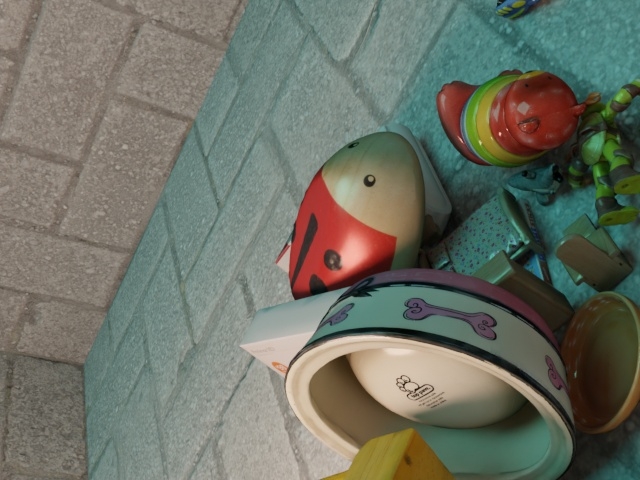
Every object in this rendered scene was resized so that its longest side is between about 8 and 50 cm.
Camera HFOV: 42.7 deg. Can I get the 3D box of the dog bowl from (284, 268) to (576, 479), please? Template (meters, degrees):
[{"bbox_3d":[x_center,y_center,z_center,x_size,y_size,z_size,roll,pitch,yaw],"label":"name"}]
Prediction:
[{"bbox_3d":[0.163,0.202,1.172,0.408,0.408,0.150,-38,23,48],"label":"dog bowl"}]

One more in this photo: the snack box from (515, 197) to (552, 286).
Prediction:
[{"bbox_3d":[0.343,0.016,1.384,0.064,0.022,0.178,-45,39,42],"label":"snack box"}]

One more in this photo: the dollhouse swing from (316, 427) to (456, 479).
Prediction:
[{"bbox_3d":[0.100,0.494,1.131,0.305,0.347,0.315,-35,6,30],"label":"dollhouse swing"}]

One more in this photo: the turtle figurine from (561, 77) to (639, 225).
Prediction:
[{"bbox_3d":[0.423,-0.145,1.200,0.270,0.087,0.217,116,158,-46],"label":"turtle figurine"}]

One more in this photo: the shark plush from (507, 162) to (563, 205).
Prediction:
[{"bbox_3d":[0.353,-0.095,1.326,0.161,0.067,0.073,-80,4,-83],"label":"shark plush"}]

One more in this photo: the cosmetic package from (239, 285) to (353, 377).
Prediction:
[{"bbox_3d":[0.064,0.214,1.480,0.377,0.284,0.097,-20,35,54],"label":"cosmetic package"}]

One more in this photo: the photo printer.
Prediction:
[{"bbox_3d":[0.148,-0.057,1.693,0.256,0.107,0.308,-58,31,32],"label":"photo printer"}]

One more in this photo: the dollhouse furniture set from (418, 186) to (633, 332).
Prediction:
[{"bbox_3d":[0.265,-0.017,1.317,0.303,0.173,0.356,-43,39,24],"label":"dollhouse furniture set"}]

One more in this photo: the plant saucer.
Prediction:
[{"bbox_3d":[0.398,0.171,1.140,0.200,0.037,0.200,-167,90,-77],"label":"plant saucer"}]

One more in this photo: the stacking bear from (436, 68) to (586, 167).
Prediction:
[{"bbox_3d":[0.317,-0.200,1.316,0.289,0.175,0.164,-148,45,-81],"label":"stacking bear"}]

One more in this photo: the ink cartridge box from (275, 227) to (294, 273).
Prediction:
[{"bbox_3d":[0.000,0.000,1.856,0.128,0.127,0.176,-53,6,34],"label":"ink cartridge box"}]

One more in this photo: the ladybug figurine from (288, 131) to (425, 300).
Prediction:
[{"bbox_3d":[0.050,0.002,1.518,0.305,0.161,0.450,-115,33,-45],"label":"ladybug figurine"}]

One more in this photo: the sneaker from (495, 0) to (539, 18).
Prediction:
[{"bbox_3d":[0.390,-0.476,1.511,0.188,0.067,0.078,-16,68,62],"label":"sneaker"}]
